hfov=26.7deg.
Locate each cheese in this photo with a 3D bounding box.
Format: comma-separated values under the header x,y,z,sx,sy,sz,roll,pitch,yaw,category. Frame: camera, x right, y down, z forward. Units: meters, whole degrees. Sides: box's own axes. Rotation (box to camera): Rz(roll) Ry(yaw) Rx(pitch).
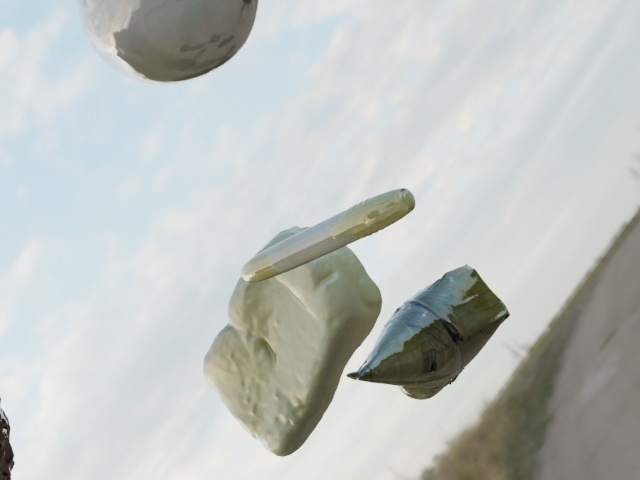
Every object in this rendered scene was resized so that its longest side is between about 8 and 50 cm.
x,y,z,sx,sy,sz,roll,pitch,yaw,category
-0.033,0.111,1.551,0.093,0.159,0.263,-22,-36,-53,cheese

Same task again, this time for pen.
x,y,z,sx,sy,sz,roll,pitch,yaw,category
0.000,0.000,1.265,0.233,0.032,0.040,-26,0,42,pen

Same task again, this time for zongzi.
x,y,z,sx,sy,sz,roll,pitch,yaw,category
0.106,0.180,1.874,0.289,0.123,0.260,-34,-15,-35,zongzi

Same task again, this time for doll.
x,y,z,sx,sy,sz,roll,pitch,yaw,category
-0.148,-0.215,0.987,0.221,0.251,0.221,178,90,-87,doll

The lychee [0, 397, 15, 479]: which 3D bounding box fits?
x,y,z,sx,sy,sz,roll,pitch,yaw,category
-0.330,0.155,0.875,0.261,0.260,0.260,-51,-10,-13,lychee
